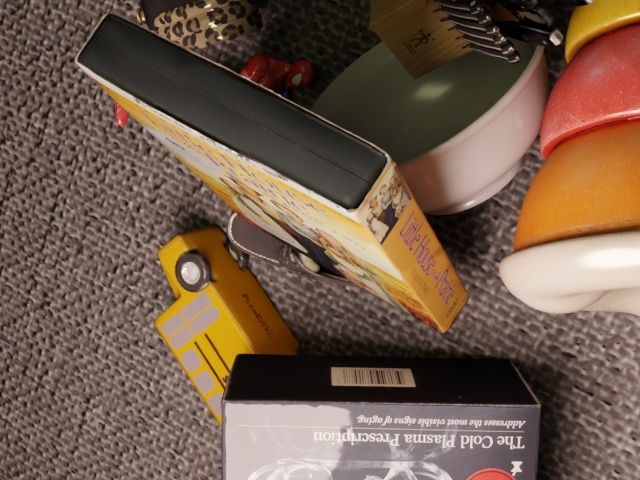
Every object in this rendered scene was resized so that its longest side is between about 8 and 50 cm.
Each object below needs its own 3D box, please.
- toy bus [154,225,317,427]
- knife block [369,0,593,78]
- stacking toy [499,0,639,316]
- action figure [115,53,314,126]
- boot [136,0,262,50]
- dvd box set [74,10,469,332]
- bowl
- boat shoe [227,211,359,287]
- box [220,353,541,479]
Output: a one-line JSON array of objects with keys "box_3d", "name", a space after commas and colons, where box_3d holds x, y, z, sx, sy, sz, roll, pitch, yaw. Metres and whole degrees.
[{"box_3d": [-0.105, 0.147, 1.327, 0.130, 0.108, 0.333, -39, 81, 27], "name": "toy bus"}, {"box_3d": [0.171, -0.284, 1.034, 0.242, 0.276, 0.088, -24, 130, 29], "name": "knife block"}, {"box_3d": [0.343, -0.170, 0.982, 0.350, 0.350, 0.480, -5, 81, 27], "name": "stacking toy"}, {"box_3d": [-0.125, -0.156, 1.300, 0.280, 0.091, 0.139, -12, 86, 28], "name": "action figure"}, {"box_3d": [-0.230, -0.371, 1.278, 0.377, 0.138, 0.284, -2, 114, 46], "name": "boot"}, {"box_3d": [-0.022, -0.047, 1.002, 0.307, 0.420, 0.062, 29, 83, 22], "name": "dvd box set"}, {"box_3d": [0.134, -0.124, 1.106, 0.297, 0.298, 0.134, -20, 123, 27], "name": "bowl"}, {"box_3d": [0.000, 0.000, 1.259, 0.285, 0.092, 0.103, 14, 104, 24], "name": "boat shoe"}, {"box_3d": [0.062, 0.306, 1.160, 0.343, 0.179, 0.313, 1, 100, 0], "name": "box"}]
